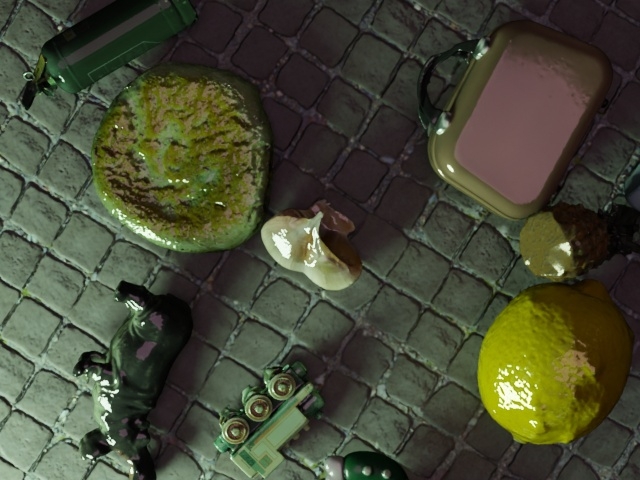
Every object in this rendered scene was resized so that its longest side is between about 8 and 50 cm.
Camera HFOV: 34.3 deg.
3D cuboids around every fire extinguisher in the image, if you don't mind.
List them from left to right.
[{"bbox_3d":[-0.345,-0.313,1.657,0.311,0.114,0.095,-30,137,0],"label":"fire extinguisher"}]

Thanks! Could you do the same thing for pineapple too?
[{"bbox_3d":[0.423,-0.006,1.629,0.248,0.128,0.128,-8,92,-42],"label":"pineapple"}]

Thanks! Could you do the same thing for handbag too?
[{"bbox_3d":[0.286,-0.209,1.657,0.283,0.149,0.302,27,92,-4],"label":"handbag"}]

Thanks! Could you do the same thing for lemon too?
[{"bbox_3d":[0.366,0.189,1.624,0.233,0.233,0.288,26,101,-2],"label":"lemon"}]

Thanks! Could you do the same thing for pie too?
[{"bbox_3d":[-0.221,-0.133,1.685,0.323,0.070,0.323,0,91,2],"label":"pie"}]

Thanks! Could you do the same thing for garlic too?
[{"bbox_3d":[-0.007,0.009,1.681,0.174,0.099,0.124,40,105,-3],"label":"garlic"}]

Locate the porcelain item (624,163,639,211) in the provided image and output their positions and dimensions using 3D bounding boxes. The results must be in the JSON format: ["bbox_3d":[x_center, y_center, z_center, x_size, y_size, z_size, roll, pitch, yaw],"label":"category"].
[{"bbox_3d":[0.676,0.001,1.628,0.405,0.242,0.178,37,113,3],"label":"porcelain item"}]

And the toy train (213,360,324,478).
[{"bbox_3d":[-0.079,0.289,1.694,0.194,0.081,0.125,-43,102,-3],"label":"toy train"}]

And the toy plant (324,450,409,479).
[{"bbox_3d":[0.082,0.468,1.682,0.243,0.112,0.232,30,85,-8],"label":"toy plant"}]

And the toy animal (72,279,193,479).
[{"bbox_3d":[-0.315,0.236,1.673,0.168,0.106,0.343,13,97,-9],"label":"toy animal"}]
